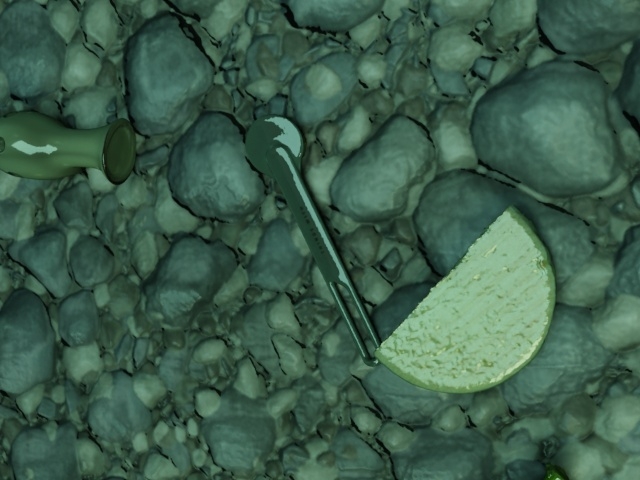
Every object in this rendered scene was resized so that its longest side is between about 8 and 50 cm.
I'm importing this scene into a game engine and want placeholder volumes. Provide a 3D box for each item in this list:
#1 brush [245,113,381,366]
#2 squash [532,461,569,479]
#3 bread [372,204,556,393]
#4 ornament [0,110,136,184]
[{"bbox_3d":[0.000,0.000,1.011,0.062,0.027,0.266,-25,90,24],"label":"brush"},{"bbox_3d":[0.148,0.373,0.939,0.118,0.118,0.371,31,104,17],"label":"squash"},{"bbox_3d":[0.150,0.072,0.947,0.112,0.036,0.193,43,107,8],"label":"bread"},{"bbox_3d":[-0.276,-0.096,1.090,0.156,0.081,0.075,4,64,20],"label":"ornament"}]
